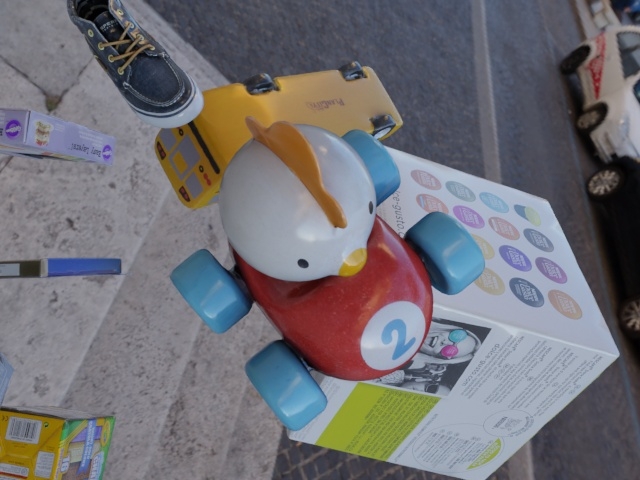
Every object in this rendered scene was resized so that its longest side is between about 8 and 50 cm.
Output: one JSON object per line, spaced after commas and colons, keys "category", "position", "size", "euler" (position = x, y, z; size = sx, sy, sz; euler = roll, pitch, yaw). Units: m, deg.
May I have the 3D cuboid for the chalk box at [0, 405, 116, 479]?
{"category": "chalk box", "position": [-0.425, 0.339, 0.999], "size": [0.213, 0.133, 0.132], "euler": [64, 34, -73]}

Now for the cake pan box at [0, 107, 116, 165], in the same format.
{"category": "cake pan box", "position": [-0.567, -0.199, 1.193], "size": [0.267, 0.246, 0.070], "euler": [5, 94, -76]}

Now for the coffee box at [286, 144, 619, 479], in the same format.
{"category": "coffee box", "position": [0.164, 0.111, 0.956], "size": [0.335, 0.338, 0.337], "euler": [17, 38, -12]}

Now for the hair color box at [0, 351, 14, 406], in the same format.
{"category": "hair color box", "position": [-0.473, 0.210, 0.526], "size": [0.113, 0.375, 0.185], "euler": [61, -7, -22]}

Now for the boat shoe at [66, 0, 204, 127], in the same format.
{"category": "boat shoe", "position": [-0.187, -0.180, 0.606], "size": [0.183, 0.065, 0.083], "euler": [41, -12, 33]}

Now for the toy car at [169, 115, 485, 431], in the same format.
{"category": "toy car", "position": [0.000, 0.000, 0.470], "size": [0.210, 0.219, 0.238], "euler": [48, -10, 17]}

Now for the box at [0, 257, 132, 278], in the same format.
{"category": "box", "position": [-0.468, 0.051, 1.139], "size": [0.225, 0.137, 0.036], "euler": [6, 82, -66]}

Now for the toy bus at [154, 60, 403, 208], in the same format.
{"category": "toy bus", "position": [-0.038, -0.145, 0.824], "size": [0.333, 0.130, 0.108], "euler": [-23, 80, -44]}
